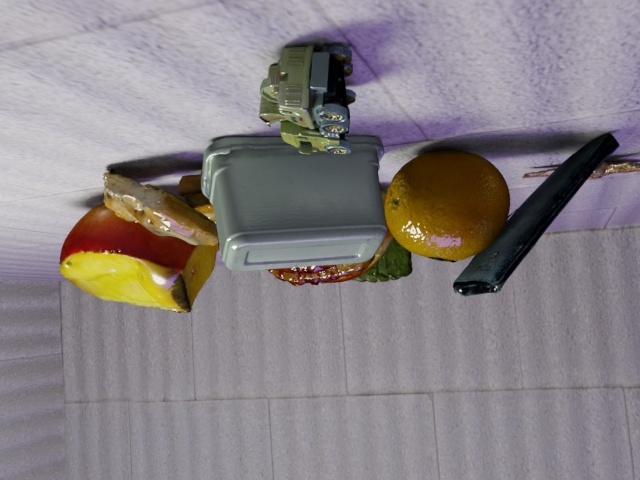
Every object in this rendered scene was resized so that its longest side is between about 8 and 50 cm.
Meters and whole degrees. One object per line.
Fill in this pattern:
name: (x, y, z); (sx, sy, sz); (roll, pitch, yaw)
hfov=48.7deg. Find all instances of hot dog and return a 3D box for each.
hot dog: (-0.001, -0.001, 1.764); (0.405, 0.223, 0.185); (-7, 176, 31)

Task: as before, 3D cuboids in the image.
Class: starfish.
starfish: (0.597, -0.155, 1.538); (0.295, 0.048, 0.231); (-2, -176, -2)

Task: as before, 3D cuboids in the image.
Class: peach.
peach: (-0.397, 0.018, 1.612); (0.380, 0.242, 0.306); (8, 153, 31)

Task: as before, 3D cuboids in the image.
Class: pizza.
pizza: (-0.336, -0.064, 1.336); (0.297, 0.071, 0.189); (21, 170, 33)
pizza: (-0.137, -0.095, 1.416); (0.323, 0.089, 0.223); (1, 166, -23)

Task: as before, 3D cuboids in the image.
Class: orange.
orange: (0.241, -0.066, 1.345); (0.236, 0.236, 0.236); (-4, 174, 0)

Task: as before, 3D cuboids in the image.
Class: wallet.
wallet: (0.405, -0.044, 1.342); (0.379, 0.046, 0.191); (-46, -179, -11)

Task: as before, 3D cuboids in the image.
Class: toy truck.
toy truck: (-0.019, -0.167, 0.854); (0.116, 0.085, 0.191); (5, 171, 5)

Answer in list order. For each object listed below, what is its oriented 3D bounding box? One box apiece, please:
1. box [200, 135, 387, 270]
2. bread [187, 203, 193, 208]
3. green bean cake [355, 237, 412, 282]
box: (-0.039, -0.056, 1.207); (0.312, 0.182, 0.175); (-3, 154, -14)
bread: (-0.274, -0.058, 1.762); (0.156, 0.064, 0.117); (-1, 172, -35)
green bean cake: (0.160, 0.013, 2.037); (0.200, 0.214, 0.113); (-2, 179, -23)
